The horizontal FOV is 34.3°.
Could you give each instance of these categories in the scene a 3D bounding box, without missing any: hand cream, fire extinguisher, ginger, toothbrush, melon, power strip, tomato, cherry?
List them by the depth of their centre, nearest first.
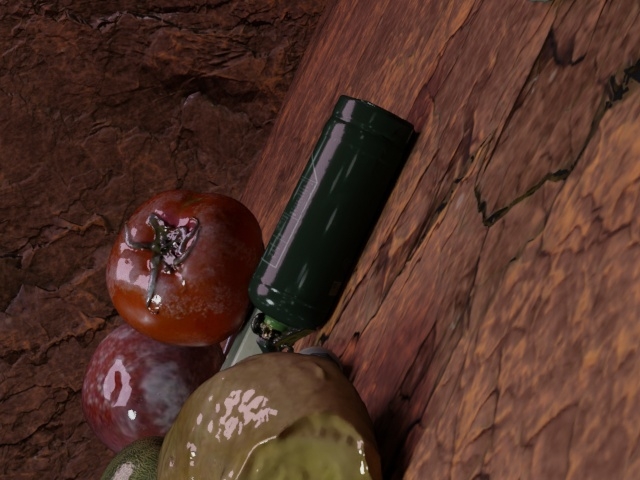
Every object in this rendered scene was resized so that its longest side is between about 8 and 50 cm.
[{"bbox_3d":[-0.042,0.166,0.778,0.267,0.138,0.152,-37,33,62],"label":"ginger"},{"bbox_3d":[-0.015,0.136,1.017,0.234,0.050,0.080,125,165,-76],"label":"hand cream"},{"bbox_3d":[0.000,0.000,1.139,0.311,0.095,0.114,-63,-28,2],"label":"fire extinguisher"},{"bbox_3d":[-0.231,0.342,1.393,0.139,0.139,0.192,-114,48,-79],"label":"melon"},{"bbox_3d":[-0.071,0.094,1.444,0.367,0.043,0.106,-64,7,3],"label":"power strip"},{"bbox_3d":[-0.187,0.043,1.463,0.188,0.232,0.232,55,-130,-53],"label":"tomato"},{"bbox_3d":[-0.259,0.227,1.634,0.236,0.213,0.285,-60,25,12],"label":"cherry"},{"bbox_3d":[-0.178,0.226,1.806,0.019,0.013,0.193,115,178,-78],"label":"toothbrush"}]

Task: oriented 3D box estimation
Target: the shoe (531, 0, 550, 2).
[{"bbox_3d":[0.129,-0.268,0.708,0.132,0.210,0.342,-65,9,1],"label":"shoe"}]
